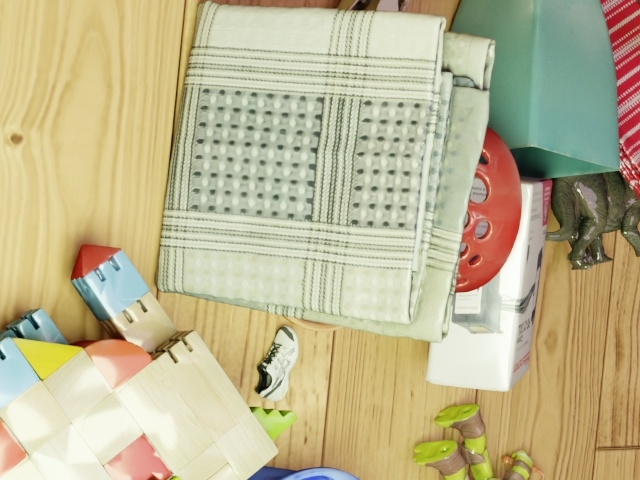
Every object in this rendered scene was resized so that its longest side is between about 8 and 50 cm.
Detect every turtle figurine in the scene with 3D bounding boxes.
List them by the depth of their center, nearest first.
[{"bbox_3d":[0.187,0.322,1.829,0.269,0.087,0.217,-43,120,-31],"label":"turtle figurine"}]

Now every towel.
[{"bbox_3d":[-0.001,-0.075,1.488,0.056,0.324,0.312,19,80,-71],"label":"towel"},{"bbox_3d":[0.404,-0.196,1.938,0.199,0.031,0.275,-33,87,-35],"label":"towel"}]

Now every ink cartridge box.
[{"bbox_3d":[0.197,0.043,1.746,0.172,0.100,0.237,-14,111,-73],"label":"ink cartridge box"}]

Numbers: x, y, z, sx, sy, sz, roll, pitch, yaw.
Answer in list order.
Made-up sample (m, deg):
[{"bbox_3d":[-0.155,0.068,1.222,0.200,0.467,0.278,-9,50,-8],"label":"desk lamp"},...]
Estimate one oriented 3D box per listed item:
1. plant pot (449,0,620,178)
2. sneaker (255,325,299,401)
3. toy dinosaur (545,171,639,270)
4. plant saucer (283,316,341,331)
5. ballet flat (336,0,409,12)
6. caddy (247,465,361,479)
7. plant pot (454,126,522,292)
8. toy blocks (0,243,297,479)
[{"bbox_3d":[0.246,-0.203,1.795,0.165,0.166,0.234,11,79,-42],"label":"plant pot"},{"bbox_3d":[-0.049,0.133,1.640,0.037,0.032,0.083,14,84,-42],"label":"sneaker"},{"bbox_3d":[0.349,-0.046,1.945,0.313,0.121,0.160,-10,88,-36],"label":"toy dinosaur"},{"bbox_3d":[0.000,0.000,1.669,0.200,0.037,0.200,-4,96,-40],"label":"plant saucer"},{"bbox_3d":[0.024,-0.201,1.643,0.086,0.086,0.248,47,64,-34],"label":"ballet flat"},{"bbox_3d":[-0.058,0.390,1.556,0.241,0.179,0.341,45,65,-36],"label":"caddy"},{"bbox_3d":[0.090,-0.038,1.594,0.174,0.191,0.191,0,94,-38],"label":"plant pot"},{"bbox_3d":[-0.233,0.178,1.388,0.381,0.191,0.261,-38,101,-22],"label":"toy blocks"}]
